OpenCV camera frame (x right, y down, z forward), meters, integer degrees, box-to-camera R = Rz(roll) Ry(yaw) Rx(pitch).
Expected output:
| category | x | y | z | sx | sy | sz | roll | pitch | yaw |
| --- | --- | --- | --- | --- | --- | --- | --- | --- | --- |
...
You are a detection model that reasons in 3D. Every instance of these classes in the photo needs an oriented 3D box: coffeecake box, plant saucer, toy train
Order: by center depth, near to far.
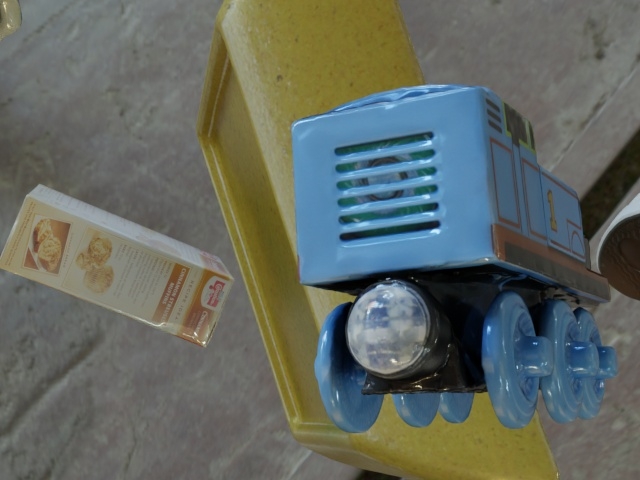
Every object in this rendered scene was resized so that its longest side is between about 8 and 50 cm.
| category | x | y | z | sx | sy | sz | roll | pitch | yaw |
| --- | --- | --- | --- | --- | --- | --- | --- | --- | --- |
| toy train | 0.055 | 0.012 | 0.384 | 0.080 | 0.184 | 0.105 | -6 | 81 | 26 |
| plant saucer | 0.000 | 0.000 | 0.661 | 0.080 | 0.333 | 0.333 | -16 | 83 | -12 |
| coffeecake box | -0.179 | 0.019 | 0.967 | 0.185 | 0.142 | 0.068 | 23 | 92 | -12 |

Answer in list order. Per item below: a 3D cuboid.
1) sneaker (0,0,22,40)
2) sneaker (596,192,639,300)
| category | x | y | z | sx | sy | sz | roll | pitch | yaw |
| --- | --- | --- | --- | --- | --- | --- | --- | --- | --- |
| sneaker | -0.263 | -0.108 | 0.596 | 0.086 | 0.085 | 0.237 | 10 | 32 | 28 |
| sneaker | 0.366 | -0.041 | 1.017 | 0.106 | 0.290 | 0.123 | 42 | 58 | 8 |
